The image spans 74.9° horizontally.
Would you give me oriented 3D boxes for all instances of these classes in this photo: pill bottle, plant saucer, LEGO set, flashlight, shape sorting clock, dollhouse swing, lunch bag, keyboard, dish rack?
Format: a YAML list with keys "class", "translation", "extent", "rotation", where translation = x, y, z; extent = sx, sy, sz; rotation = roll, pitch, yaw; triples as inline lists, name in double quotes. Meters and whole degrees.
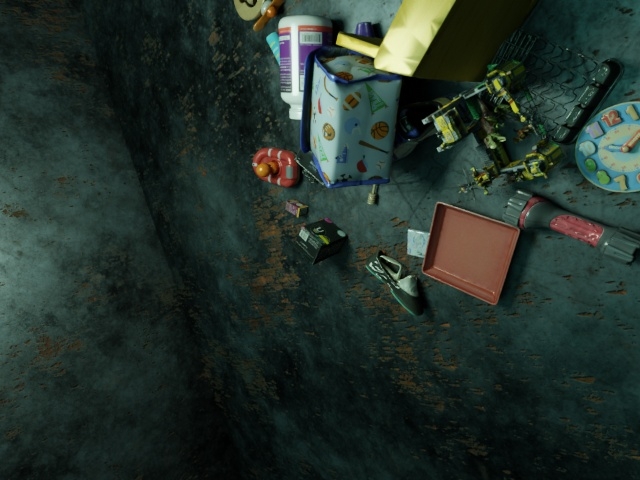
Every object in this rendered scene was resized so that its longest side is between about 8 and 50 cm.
- class: "pill bottle"
  translation: [-0.050, -0.590, 1.444]
  extent: [0.182, 0.182, 0.322]
  rotation: [19, 118, 39]
- class: "plant saucer"
  translation: [0.456, 0.032, 1.284]
  extent: [0.259, 0.048, 0.258]
  rotation: [25, 122, 35]
- class: "LEGO set"
  translation: [0.410, -0.251, 1.039]
  extent: [0.331, 0.192, 0.255]
  rotation: [61, 160, -19]
- class: "flashlight"
  translation: [0.623, -0.032, 1.047]
  extent: [0.304, 0.103, 0.103]
  rotation: [33, 93, 37]
- class: "shape sorting clock"
  translation: [0.700, -0.210, 0.954]
  extent: [0.206, 0.040, 0.206]
  rotation: [19, 118, 39]
- class: "dollhouse swing"
  translation: [0.265, -0.555, 1.031]
  extent: [0.305, 0.347, 0.315]
  rotation: [51, 134, 23]
- class: "lunch bag"
  translation: [0.064, -0.386, 1.261]
  extent: [0.385, 0.239, 0.327]
  rotation: [-109, 18, -52]
- class: "keyboard"
  translation: [-0.027, -0.283, 1.637]
  extent: [0.180, 0.023, 0.108]
  rotation: [43, 125, 12]
- class: "dish rack"
  translation: [0.543, -0.382, 1.024]
  extent: [0.271, 0.074, 0.208]
  rotation: [42, 129, 27]

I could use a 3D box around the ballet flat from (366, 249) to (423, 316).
- class: "ballet flat"
  translation: [0.273, 0.141, 1.478]
  extent: [0.280, 0.095, 0.096]
  rotation: [45, 120, 23]

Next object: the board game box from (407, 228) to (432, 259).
- class: "board game box"
  translation: [0.338, 0.011, 1.411]
  extent: [0.090, 0.020, 0.090]
  rotation: [14, 115, 40]

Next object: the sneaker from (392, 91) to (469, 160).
- class: "sneaker"
  translation: [0.257, -0.337, 1.239]
  extent: [0.316, 0.182, 0.127]
  rotation: [-24, 87, 46]

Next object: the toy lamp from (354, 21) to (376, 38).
- class: "toy lamp"
  translation: [0.150, -0.547, 1.339]
  extent: [0.080, 0.080, 0.274]
  rotation: [7, 110, 43]

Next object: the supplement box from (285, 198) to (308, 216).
- class: "supplement box"
  translation: [-0.101, -0.137, 1.761]
  extent: [0.083, 0.055, 0.043]
  rotation: [31, 124, 32]

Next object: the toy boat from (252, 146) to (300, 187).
- class: "toy boat"
  translation: [-0.203, -0.300, 1.728]
  extent: [0.231, 0.151, 0.150]
  rotation: [21, 119, 38]

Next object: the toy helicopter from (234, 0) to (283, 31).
- class: "toy helicopter"
  translation: [-0.192, -0.921, 1.493]
  extent: [0.355, 0.140, 0.234]
  rotation: [-19, 94, 44]

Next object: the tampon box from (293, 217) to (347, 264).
- class: "tampon box"
  translation: [0.000, 0.000, 1.637]
  extent: [0.120, 0.161, 0.101]
  rotation: [43, 131, 23]

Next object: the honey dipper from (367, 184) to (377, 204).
- class: "honey dipper"
  translation: [0.192, -0.206, 1.466]
  extent: [0.030, 0.030, 0.160]
  rotation: [26, 120, 36]

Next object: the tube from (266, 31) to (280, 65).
- class: "tube"
  translation: [-0.136, -0.687, 1.593]
  extent: [0.080, 0.052, 0.207]
  rotation: [-26, 93, 58]
